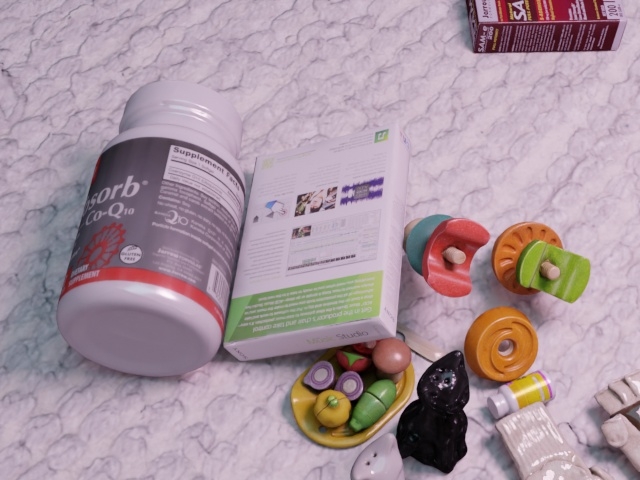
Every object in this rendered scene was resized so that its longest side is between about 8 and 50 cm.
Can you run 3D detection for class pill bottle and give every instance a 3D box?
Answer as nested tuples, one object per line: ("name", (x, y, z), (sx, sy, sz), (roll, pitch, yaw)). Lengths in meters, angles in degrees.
("pill bottle", (-0.212, -0.022, 1.499), (0.210, 0.210, 0.363), (5, 55, 2))
("pill bottle", (0.259, 0.201, 1.454), (0.083, 0.043, 0.043), (-21, 58, -15))

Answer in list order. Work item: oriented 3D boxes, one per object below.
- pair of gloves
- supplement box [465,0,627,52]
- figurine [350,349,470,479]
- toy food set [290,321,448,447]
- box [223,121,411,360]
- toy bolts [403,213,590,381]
("pair of gloves", (0.356, 0.275, 1.389), (0.240, 0.042, 0.204), (-15, 67, -10))
("supplement box", (0.364, -0.377, 1.834), (0.239, 0.073, 0.130), (-2, 56, -1))
("figurine", (0.098, 0.247, 1.319), (0.092, 0.209, 0.215), (32, 61, 20))
("toy food set", (0.057, 0.167, 1.457), (0.128, 0.071, 0.218), (38, 63, 22))
("box", (0.000, 0.000, 1.523), (0.232, 0.058, 0.322), (-11, 50, 26))
("toy bolts", (0.204, 0.054, 1.508), (0.228, 0.158, 0.218), (23, 94, -19))
